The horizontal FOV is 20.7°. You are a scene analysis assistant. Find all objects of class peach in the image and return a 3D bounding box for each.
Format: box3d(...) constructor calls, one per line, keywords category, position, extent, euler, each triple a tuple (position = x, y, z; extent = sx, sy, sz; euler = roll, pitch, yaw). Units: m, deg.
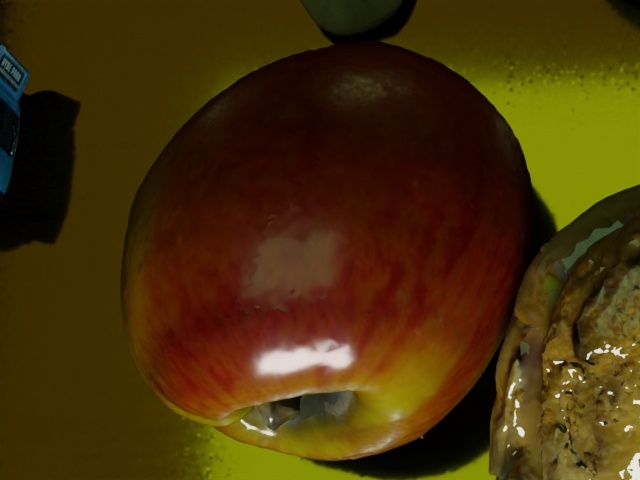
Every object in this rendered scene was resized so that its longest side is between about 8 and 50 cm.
box3d(category="peach", position=(0.000, 0.000, 1.115), extent=(0.281, 0.238, 0.281), euler=(-17, 53, 24))

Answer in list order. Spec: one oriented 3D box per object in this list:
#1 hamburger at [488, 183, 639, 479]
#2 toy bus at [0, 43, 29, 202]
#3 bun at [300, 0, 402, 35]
box3d(category="hamburger", position=(0.251, 0.102, 1.040), extent=(0.314, 0.170, 0.289), euler=(-1, 96, -3))
box3d(category="toy bus", position=(-0.339, -0.104, 1.276), extent=(0.246, 0.113, 0.134), euler=(20, 78, 18))
box3d(category="bun", position=(0.019, -0.191, 1.240), extent=(0.086, 0.055, 0.086), euler=(-3, 78, 14))
